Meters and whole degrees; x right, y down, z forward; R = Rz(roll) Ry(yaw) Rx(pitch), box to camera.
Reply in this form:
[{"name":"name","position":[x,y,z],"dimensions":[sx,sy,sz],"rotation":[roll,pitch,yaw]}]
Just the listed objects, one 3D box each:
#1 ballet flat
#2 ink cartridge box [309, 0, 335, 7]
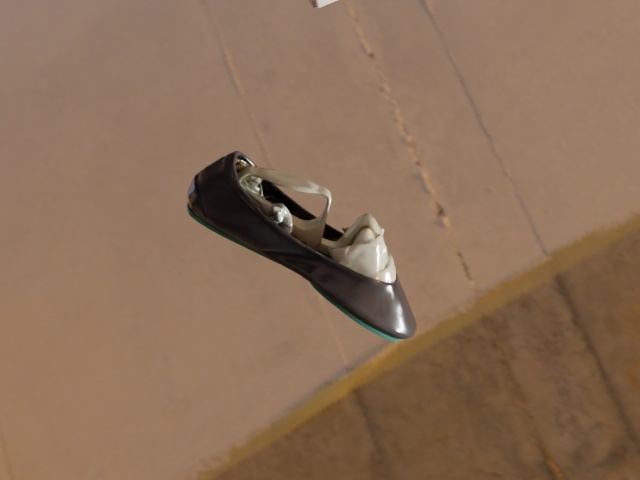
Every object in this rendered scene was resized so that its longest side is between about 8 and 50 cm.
[{"name":"ballet flat","position":[0.000,0.000,0.975],"dimensions":[0.074,0.203,0.074],"rotation":[-54,-168,17]},{"name":"ink cartridge box","position":[-0.011,-0.425,1.610],"dimensions":[0.100,0.237,0.172],"rotation":[-22,-122,-4]}]
